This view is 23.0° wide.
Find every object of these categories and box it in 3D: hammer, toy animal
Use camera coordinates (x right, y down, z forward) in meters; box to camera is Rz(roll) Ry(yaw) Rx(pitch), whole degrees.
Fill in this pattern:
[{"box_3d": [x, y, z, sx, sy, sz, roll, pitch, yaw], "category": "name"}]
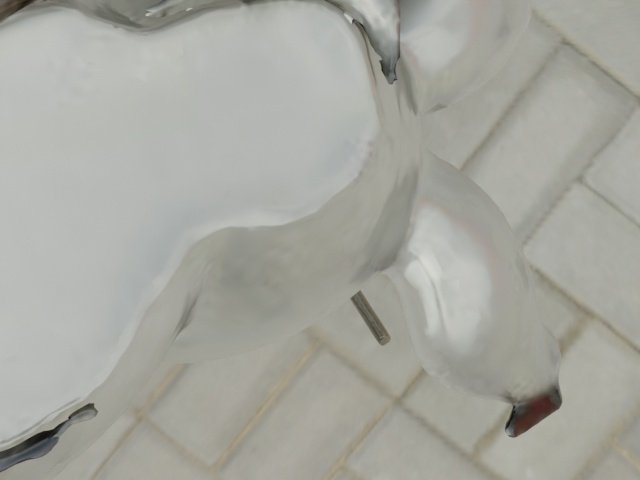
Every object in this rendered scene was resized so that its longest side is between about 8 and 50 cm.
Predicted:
[{"box_3d": [0.000, 0.000, 1.120, 0.017, 0.062, 0.182, -35, 62, 4], "category": "hammer"}, {"box_3d": [-0.054, -0.008, 0.496, 0.325, 0.154, 0.209, -2, 88, -23], "category": "toy animal"}]
